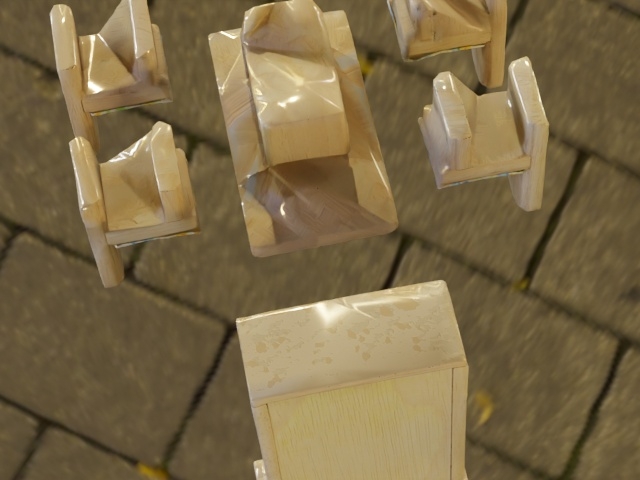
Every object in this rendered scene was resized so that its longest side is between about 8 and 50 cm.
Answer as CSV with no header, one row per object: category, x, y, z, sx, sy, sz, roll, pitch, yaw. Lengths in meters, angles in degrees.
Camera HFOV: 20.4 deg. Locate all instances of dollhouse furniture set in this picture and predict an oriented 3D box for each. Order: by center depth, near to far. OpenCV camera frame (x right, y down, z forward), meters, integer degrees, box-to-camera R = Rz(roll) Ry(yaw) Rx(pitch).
dollhouse furniture set,0.000,0.000,1.438,0.362,0.256,0.394,-11,58,-3
